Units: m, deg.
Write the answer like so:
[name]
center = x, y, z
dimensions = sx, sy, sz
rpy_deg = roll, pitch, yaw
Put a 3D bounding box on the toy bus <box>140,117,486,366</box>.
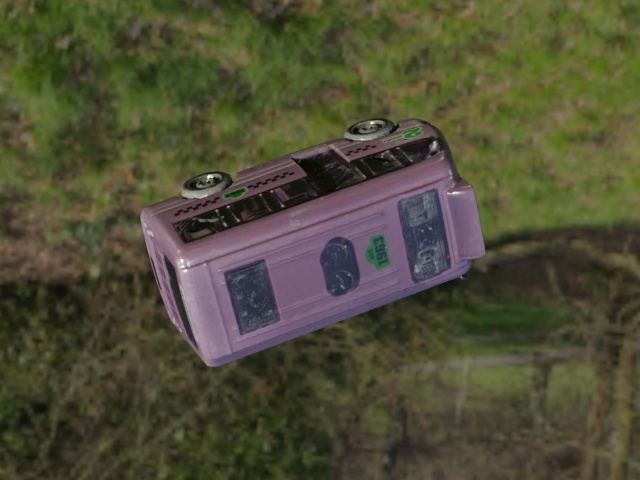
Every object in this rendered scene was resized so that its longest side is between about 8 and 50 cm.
[toy bus]
center = 0.000, 0.000, 0.720
dimensions = 0.178, 0.087, 0.098
rpy_deg = -20, -156, -14
